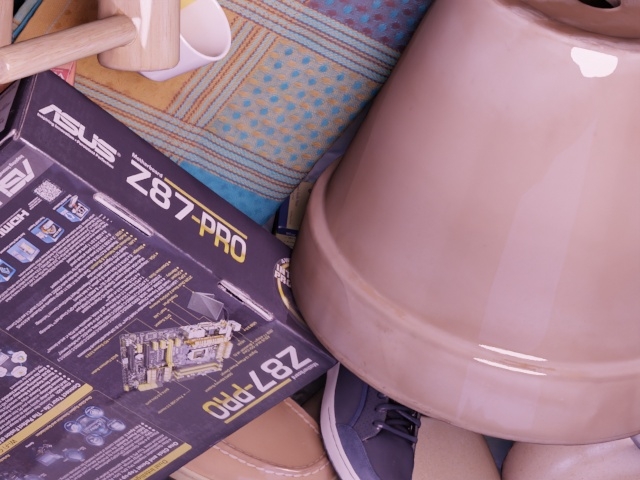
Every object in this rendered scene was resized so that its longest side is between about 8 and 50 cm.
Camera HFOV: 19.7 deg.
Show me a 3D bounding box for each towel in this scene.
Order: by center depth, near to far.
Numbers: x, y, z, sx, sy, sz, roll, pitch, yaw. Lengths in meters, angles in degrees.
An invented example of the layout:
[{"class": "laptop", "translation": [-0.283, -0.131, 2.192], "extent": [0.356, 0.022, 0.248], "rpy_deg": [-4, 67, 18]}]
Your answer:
[{"class": "towel", "translation": [-0.111, -0.124, 1.429], "extent": [0.271, 0.040, 0.370], "rpy_deg": [25, 130, -22]}]

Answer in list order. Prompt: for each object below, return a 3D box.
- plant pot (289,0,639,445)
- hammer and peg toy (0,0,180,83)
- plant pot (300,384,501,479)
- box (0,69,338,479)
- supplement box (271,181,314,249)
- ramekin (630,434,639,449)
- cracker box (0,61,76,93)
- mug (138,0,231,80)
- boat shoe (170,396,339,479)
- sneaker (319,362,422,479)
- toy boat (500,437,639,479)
[{"class": "plant pot", "translation": [0.163, -0.059, 1.323], "extent": [0.323, 0.323, 0.280], "rpy_deg": [11, 124, -6]}, {"class": "hammer and peg toy", "translation": [-0.282, -0.185, 1.220], "extent": [0.361, 0.266, 0.127], "rpy_deg": [5, 99, 6]}, {"class": "plant pot", "translation": [0.056, 0.234, 1.715], "extent": [0.284, 0.284, 0.190], "rpy_deg": [10, 102, -5]}, {"class": "box", "translation": [-0.227, 0.078, 1.440], "extent": [0.318, 0.097, 0.395], "rpy_deg": [37, 125, -24]}, {"class": "supplement box", "translation": [0.000, 0.000, 1.570], "extent": [0.083, 0.056, 0.083], "rpy_deg": [9, 140, -5]}, {"class": "ramekin", "translation": [0.322, 0.098, 1.544], "extent": [0.109, 0.207, 0.207], "rpy_deg": [-14, 137, 35]}, {"class": "cracker box", "translation": [-0.278, -0.049, 1.435], "extent": [0.156, 0.067, 0.232], "rpy_deg": [9, 135, -6]}, {"class": "mug", "translation": [-0.111, -0.154, 1.343], "extent": [0.064, 0.078, 0.062], "rpy_deg": [-27, 160, 36]}, {"class": "boat shoe", "translation": [-0.129, 0.114, 1.602], "extent": [0.341, 0.121, 0.110], "rpy_deg": [29, 129, 12]}, {"class": "sneaker", "translation": [0.079, 0.108, 1.565], "extent": [0.086, 0.226, 0.163], "rpy_deg": [25, 133, -34]}, {"class": "toy boat", "translation": [0.312, 0.240, 1.777], "extent": [0.268, 0.148, 0.318], "rpy_deg": [-7, 131, 7]}]
